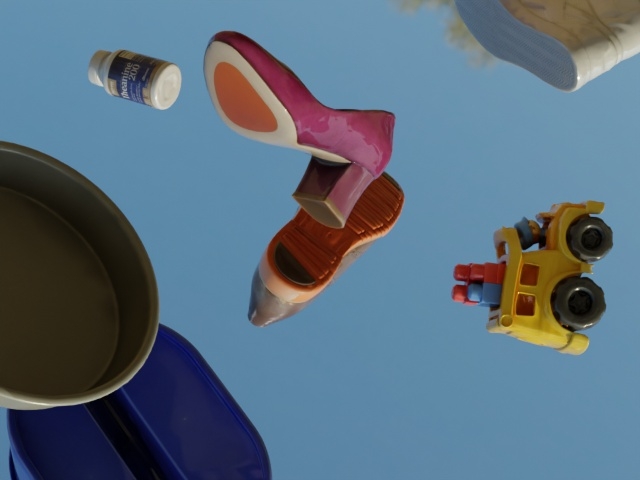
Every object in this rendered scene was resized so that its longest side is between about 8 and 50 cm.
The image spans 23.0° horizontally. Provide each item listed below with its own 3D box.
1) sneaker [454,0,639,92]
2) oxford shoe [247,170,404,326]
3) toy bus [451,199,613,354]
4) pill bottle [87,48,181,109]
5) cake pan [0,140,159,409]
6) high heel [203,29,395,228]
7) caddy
[{"bbox_3d":[0.315,-0.305,2.099,0.169,0.108,0.292,-26,-135,-20],"label":"sneaker"},{"bbox_3d":[0.000,0.000,2.293,0.130,0.133,0.364,42,-138,7],"label":"oxford shoe"},{"bbox_3d":[0.301,0.041,2.272,0.211,0.220,0.149,10,172,-2],"label":"toy bus"},{"bbox_3d":[-0.258,-0.226,2.163,0.120,0.067,0.067,17,-154,23],"label":"pill bottle"},{"bbox_3d":[-0.293,0.037,1.502,0.293,0.054,0.293,23,-134,-26],"label":"cake pan"},{"bbox_3d":[-0.020,-0.184,1.952,0.127,0.377,0.181,16,-113,30],"label":"high heel"},{"bbox_3d":[-0.189,0.251,1.677,0.241,0.179,0.341,-30,-114,-20],"label":"caddy"}]
